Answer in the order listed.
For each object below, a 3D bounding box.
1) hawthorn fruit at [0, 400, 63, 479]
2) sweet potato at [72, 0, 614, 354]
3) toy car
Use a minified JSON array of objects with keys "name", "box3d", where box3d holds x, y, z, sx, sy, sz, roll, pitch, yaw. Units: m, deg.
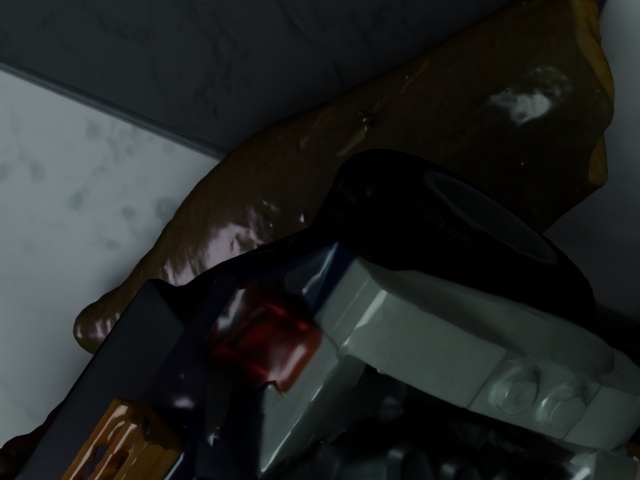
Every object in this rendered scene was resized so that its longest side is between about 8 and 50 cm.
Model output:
[{"name":"hawthorn fruit","box3d":[-0.069,0.116,0.671,0.194,0.157,0.157,44,128,-10]},{"name":"sweet potato","box3d":[0.000,0.000,0.606,0.244,0.077,0.077,-31,111,33]},{"name":"toy car","box3d":[0.046,0.095,0.535,0.301,0.118,0.193,22,108,-44]}]
